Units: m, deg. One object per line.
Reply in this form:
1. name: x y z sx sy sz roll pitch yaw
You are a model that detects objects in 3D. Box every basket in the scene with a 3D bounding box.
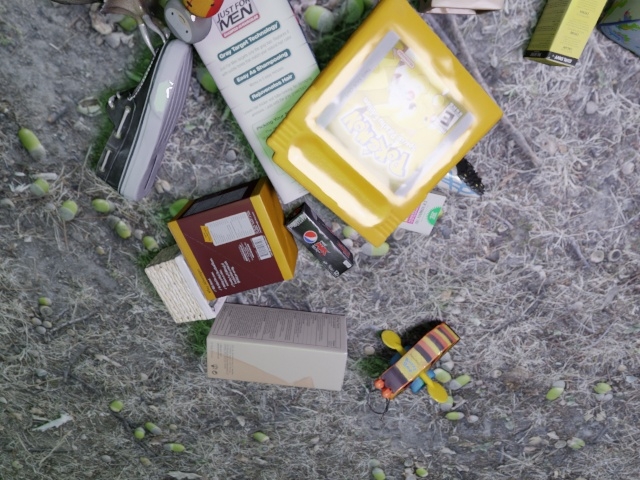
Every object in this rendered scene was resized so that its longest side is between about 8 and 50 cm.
1. basket: -0.297 0.089 0.911 0.103 0.113 0.167 -14 114 13

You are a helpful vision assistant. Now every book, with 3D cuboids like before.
1. book: 0.179 -0.073 0.862 0.144 0.035 0.096 13 119 -5

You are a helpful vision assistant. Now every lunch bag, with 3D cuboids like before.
1. lunch bag: 0.587 -0.333 0.642 0.219 0.176 0.090 23 114 -8

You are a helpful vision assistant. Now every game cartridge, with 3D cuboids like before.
1. game cartridge: 0.107 -0.187 0.696 0.285 0.052 0.323 38 100 -18

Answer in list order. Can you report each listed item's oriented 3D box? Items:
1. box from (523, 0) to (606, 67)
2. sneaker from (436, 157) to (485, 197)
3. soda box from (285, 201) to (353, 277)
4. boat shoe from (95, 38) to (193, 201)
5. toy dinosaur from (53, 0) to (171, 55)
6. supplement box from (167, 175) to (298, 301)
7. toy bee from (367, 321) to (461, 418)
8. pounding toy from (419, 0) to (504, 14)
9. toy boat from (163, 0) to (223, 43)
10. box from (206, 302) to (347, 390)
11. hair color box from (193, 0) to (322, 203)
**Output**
1. box: 0.426 -0.412 0.662 0.058 0.087 0.232 12 114 -6
2. sneaker: 0.218 -0.141 0.807 0.237 0.085 0.086 22 140 -12
3. soda box: 0.000 0.000 0.885 0.053 0.060 0.169 -37 109 19
4. boat shoe: -0.344 -0.226 0.757 0.119 0.121 0.335 27 114 -12
5. toy dinosaur: -0.381 -0.428 0.638 0.314 0.160 0.121 13 159 -2
6. supplement box: -0.172 -0.004 0.851 0.194 0.129 0.191 -16 114 9
7. toy bee: 0.205 0.323 0.955 0.195 0.162 0.298 24 94 31
8. pounding toy: 0.213 -0.420 0.640 0.141 0.130 0.100 3 115 1
9. toy boat: -0.187 -0.454 0.567 0.268 0.148 0.318 -4 84 -36
10. box: -0.096 0.248 0.960 0.311 0.148 0.121 7 116 0
11. hair color box: -0.071 -0.261 0.739 0.174 0.105 0.347 -24 112 10
